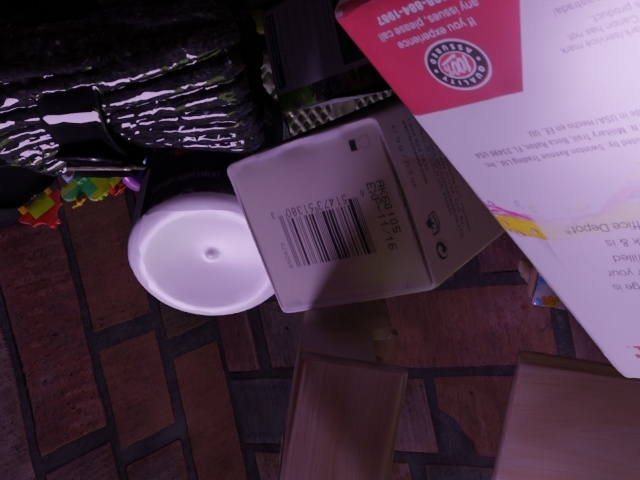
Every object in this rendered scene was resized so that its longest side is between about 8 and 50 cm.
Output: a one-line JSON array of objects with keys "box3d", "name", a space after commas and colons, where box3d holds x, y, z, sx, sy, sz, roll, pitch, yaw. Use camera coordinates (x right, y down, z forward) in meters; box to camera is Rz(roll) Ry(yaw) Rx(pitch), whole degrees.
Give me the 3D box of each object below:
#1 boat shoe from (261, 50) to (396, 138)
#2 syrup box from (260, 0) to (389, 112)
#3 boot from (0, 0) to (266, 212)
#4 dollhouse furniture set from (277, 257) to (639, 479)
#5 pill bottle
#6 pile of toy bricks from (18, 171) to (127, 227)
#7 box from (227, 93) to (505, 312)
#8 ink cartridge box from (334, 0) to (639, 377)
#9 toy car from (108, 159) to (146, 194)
[{"box3d": [0.018, -0.167, 1.085, 0.156, 0.186, 0.500, 9, -166, 44], "name": "boat shoe"}, {"box3d": [0.050, -0.171, 0.680, 0.096, 0.093, 0.237, -15, -173, -28], "name": "syrup box"}, {"box3d": [-0.167, -0.103, 0.625, 0.260, 0.131, 0.348, -15, -171, -2], "name": "boot"}, {"box3d": [0.170, 0.157, 0.649, 0.394, 0.362, 0.256, 9, -169, -1], "name": "dollhouse furniture set"}, {"box3d": [-0.091, -0.060, 0.752, 0.131, 0.130, 0.245, -11, -141, 6], "name": "pill bottle"}, {"box3d": [-0.286, -0.092, 1.039, 0.212, 0.105, 0.118, -41, -175, -10], "name": "pile of toy bricks"}, {"box3d": [0.090, -0.063, 0.684, 0.148, 0.121, 0.311, -13, -169, 41], "name": "box"}, {"box3d": [0.191, -0.062, 0.411, 0.226, 0.306, 0.131, -5, -133, 51], "name": "ink cartridge box"}, {"box3d": [-0.313, -0.142, 1.352, 0.182, 0.136, 0.159, -9, -174, 23], "name": "toy car"}]
